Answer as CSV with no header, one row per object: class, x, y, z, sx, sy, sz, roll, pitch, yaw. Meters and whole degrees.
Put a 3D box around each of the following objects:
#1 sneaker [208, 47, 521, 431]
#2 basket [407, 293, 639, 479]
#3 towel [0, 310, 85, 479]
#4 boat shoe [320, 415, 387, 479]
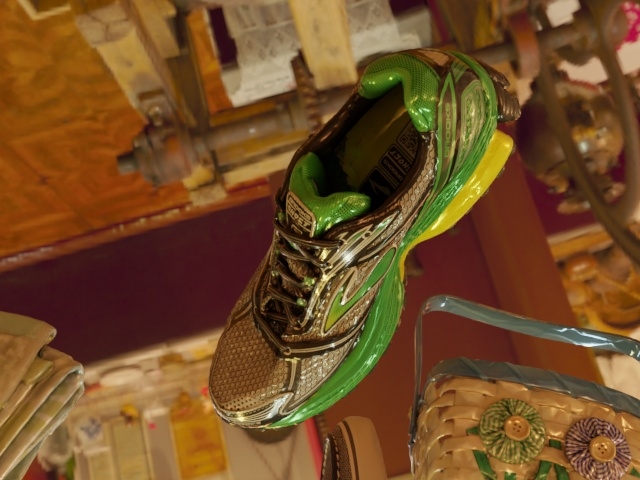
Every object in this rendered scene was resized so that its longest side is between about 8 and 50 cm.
sneaker,0.000,0.000,0.692,0.146,0.134,0.344,5,120,-54
basket,0.207,0.186,0.879,0.254,0.289,0.201,11,132,2
towel,-0.409,0.170,0.702,0.374,0.321,0.090,10,139,18
boat shoe,-0.019,0.335,0.873,0.158,0.341,0.127,3,154,-7
